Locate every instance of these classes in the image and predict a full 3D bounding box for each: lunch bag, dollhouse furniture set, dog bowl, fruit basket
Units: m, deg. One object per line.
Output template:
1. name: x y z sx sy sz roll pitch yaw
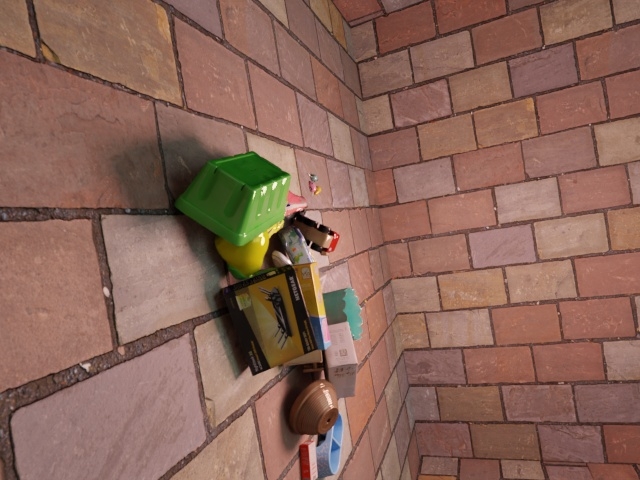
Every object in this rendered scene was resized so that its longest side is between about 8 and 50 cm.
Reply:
1. lunch bag: -0.101 0.044 1.742 0.219 0.090 0.176 66 -11 -13
2. dollhouse furniture set: -0.077 0.450 1.741 0.242 0.160 0.213 91 -8 -84
3. dog bowl: 0.043 0.919 1.879 0.298 0.073 0.166 -78 151 -44
4. fruit basket: -0.271 -0.070 1.336 0.392 0.282 0.392 -56 174 -10

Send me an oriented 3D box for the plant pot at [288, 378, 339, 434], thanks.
1. plant pot: -0.003 0.691 1.650 0.237 0.109 0.238 -23 124 -39

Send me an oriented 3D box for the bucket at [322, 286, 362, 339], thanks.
1. bucket: 0.086 0.375 2.043 0.281 0.182 0.282 -12 90 -71

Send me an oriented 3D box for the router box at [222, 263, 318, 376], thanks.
1. router box: -0.166 0.265 1.384 0.081 0.242 0.309 -148 -140 -69

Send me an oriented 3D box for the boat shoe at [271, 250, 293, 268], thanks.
1. boat shoe: -0.149 0.138 1.696 0.076 0.083 0.226 -52 136 -24

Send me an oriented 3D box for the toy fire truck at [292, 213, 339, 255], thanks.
1. toy fire truck: 0.000 0.000 1.906 0.246 0.216 0.159 15 99 -52

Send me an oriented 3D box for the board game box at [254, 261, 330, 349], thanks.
1. board game box: -0.105 0.253 1.543 0.064 0.241 0.317 -14 94 -68

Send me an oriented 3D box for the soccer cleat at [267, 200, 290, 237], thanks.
1. soccer cleat: -0.192 -0.060 1.572 0.121 0.093 0.289 42 56 -34

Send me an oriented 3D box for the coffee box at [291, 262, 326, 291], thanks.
1. coffee box: -0.081 0.234 1.626 0.098 0.141 0.247 -21 129 -68

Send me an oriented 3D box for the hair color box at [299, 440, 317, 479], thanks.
1. hair color box: -0.048 0.909 1.691 0.072 0.043 0.141 25 57 -65

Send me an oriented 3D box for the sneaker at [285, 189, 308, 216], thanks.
1. sneaker: -0.145 -0.183 1.795 0.314 0.115 0.136 -34 112 -67

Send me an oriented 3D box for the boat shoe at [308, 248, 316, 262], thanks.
1. boat shoe: -0.051 0.093 2.011 0.135 0.050 0.045 60 24 -43

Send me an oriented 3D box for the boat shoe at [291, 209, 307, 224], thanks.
1. boat shoe: -0.102 -0.118 1.970 0.142 0.049 0.040 -60 136 -55

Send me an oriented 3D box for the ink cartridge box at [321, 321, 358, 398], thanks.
1. ink cartridge box: 0.074 0.514 1.845 0.310 0.129 0.272 89 -8 -46

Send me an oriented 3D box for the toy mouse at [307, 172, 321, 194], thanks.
1. toy mouse: -0.033 -0.313 2.248 0.161 0.031 0.143 -70 145 -51
